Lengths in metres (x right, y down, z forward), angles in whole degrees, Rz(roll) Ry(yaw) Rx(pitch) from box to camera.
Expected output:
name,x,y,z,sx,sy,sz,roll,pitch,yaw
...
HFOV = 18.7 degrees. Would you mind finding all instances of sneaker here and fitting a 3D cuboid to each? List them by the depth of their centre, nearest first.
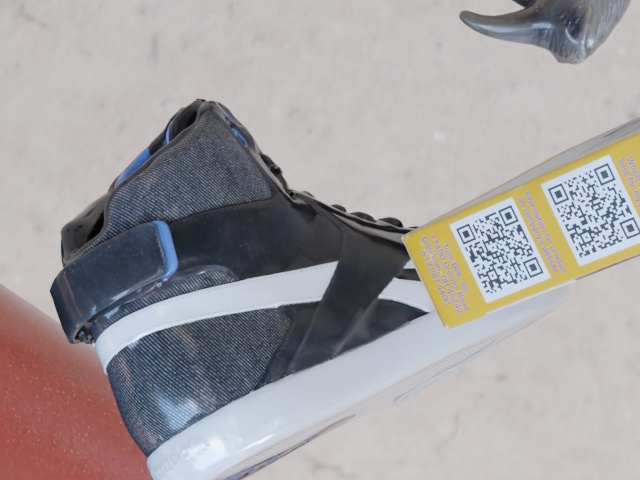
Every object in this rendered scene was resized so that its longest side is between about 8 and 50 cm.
name,x,y,z,sx,sy,sz,roll,pitch,yaw
sneaker,0.000,0.000,0.673,0.079,0.217,0.121,-36,80,36

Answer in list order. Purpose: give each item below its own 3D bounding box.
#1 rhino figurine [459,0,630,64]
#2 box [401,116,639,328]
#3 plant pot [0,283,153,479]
name,x,y,z,sx,sy,sz,roll,pitch,yaw
rhino figurine,0.161,-0.136,0.812,0.243,0.106,0.073,-26,154,-16
box,0.092,-0.022,0.426,0.136,0.081,0.028,-22,93,41
plant pot,-0.198,0.114,0.864,0.265,0.272,0.272,31,119,-30
